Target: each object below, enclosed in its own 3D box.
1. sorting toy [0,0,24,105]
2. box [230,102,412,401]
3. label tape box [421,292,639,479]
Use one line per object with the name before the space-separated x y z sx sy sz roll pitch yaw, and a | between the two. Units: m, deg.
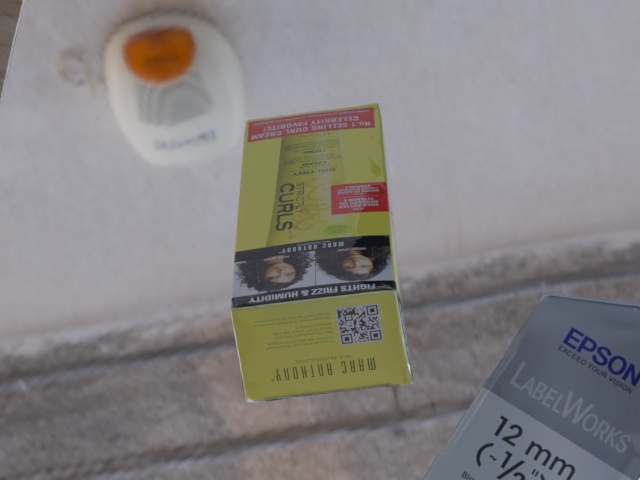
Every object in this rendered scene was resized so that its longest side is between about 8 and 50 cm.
sorting toy | -0.262 -0.049 0.688 0.257 0.089 0.256 14 -96 -21
box | 0.000 0.000 0.970 0.087 0.058 0.232 -6 -154 4
label tape box | 0.139 0.139 1.120 0.115 0.249 0.348 30 -104 10
